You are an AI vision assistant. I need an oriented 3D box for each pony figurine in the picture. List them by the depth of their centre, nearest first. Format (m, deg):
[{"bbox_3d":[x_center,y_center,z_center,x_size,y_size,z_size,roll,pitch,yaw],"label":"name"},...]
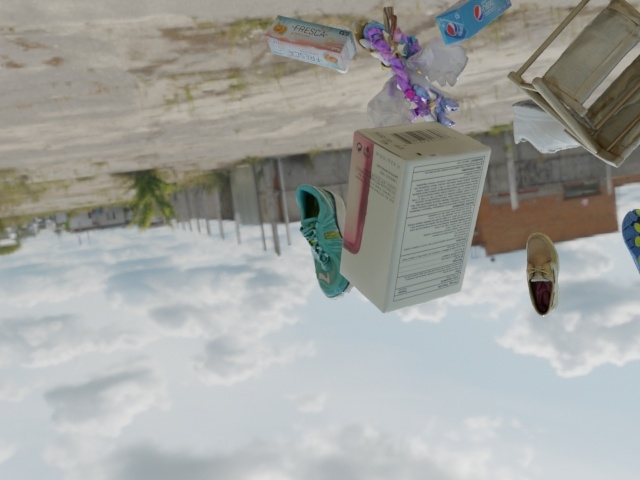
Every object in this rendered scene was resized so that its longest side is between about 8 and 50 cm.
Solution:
[{"bbox_3d":[0.248,-0.431,1.775,0.303,0.351,0.363,-43,145,14],"label":"pony figurine"}]

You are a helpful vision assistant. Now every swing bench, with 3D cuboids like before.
[{"bbox_3d":[0.557,-0.325,1.247,0.253,0.255,0.165,-48,-165,13],"label":"swing bench"}]

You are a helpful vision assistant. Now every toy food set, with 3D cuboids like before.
[{"bbox_3d":[0.176,-0.509,1.553,0.019,0.122,0.078,-9,-179,-10],"label":"toy food set"}]

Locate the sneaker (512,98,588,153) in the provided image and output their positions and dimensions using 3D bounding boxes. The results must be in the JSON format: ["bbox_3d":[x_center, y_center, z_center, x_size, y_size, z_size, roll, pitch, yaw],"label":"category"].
[{"bbox_3d":[0.635,-0.287,1.698,0.111,0.129,0.297,-18,-149,-31],"label":"sneaker"}]

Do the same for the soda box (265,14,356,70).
[{"bbox_3d":[-0.021,-0.413,1.350,0.183,0.063,0.058,21,161,22],"label":"soda box"}]

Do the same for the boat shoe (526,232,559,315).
[{"bbox_3d":[0.354,0.056,1.029,0.050,0.135,0.045,-8,-170,34],"label":"boat shoe"}]

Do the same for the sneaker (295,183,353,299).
[{"bbox_3d":[0.000,0.000,1.352,0.107,0.275,0.110,-33,142,26],"label":"sneaker"}]

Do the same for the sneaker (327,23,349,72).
[{"bbox_3d":[0.061,-0.530,1.799,0.061,0.152,0.053,7,-127,25],"label":"sneaker"}]

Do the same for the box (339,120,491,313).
[{"bbox_3d":[0.127,-0.037,0.917,0.149,0.232,0.127,-11,-147,-29],"label":"box"}]

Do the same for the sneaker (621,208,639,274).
[{"bbox_3d":[0.720,0.023,1.442,0.067,0.188,0.078,-19,175,17],"label":"sneaker"}]

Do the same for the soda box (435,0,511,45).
[{"bbox_3d":[0.352,-0.524,1.476,0.067,0.071,0.210,-3,-148,48],"label":"soda box"}]
